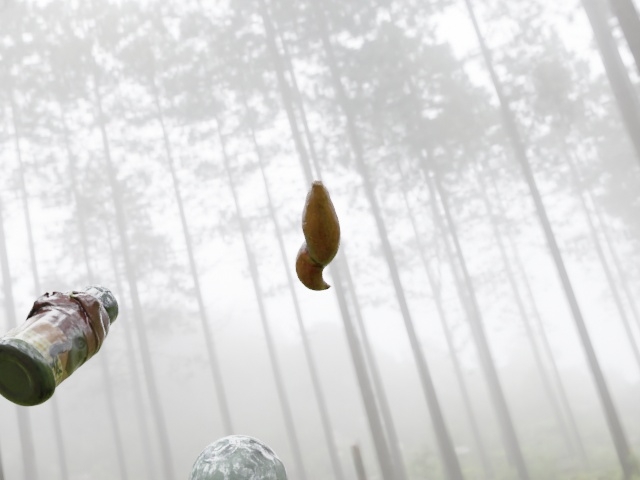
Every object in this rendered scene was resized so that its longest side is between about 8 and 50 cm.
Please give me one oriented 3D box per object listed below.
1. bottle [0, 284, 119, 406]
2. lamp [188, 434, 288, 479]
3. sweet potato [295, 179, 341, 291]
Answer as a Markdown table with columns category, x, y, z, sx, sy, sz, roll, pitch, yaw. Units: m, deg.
| category | x | y | z | sx | sy | sz | roll | pitch | yaw |
| --- | --- | --- | --- | --- | --- | --- | --- | --- | --- |
| bottle | -0.450 | 0.160 | 1.707 | 0.156 | 0.143 | 0.271 | -31 | 10 | 33 |
| lamp | -0.084 | 0.250 | 1.005 | 0.105 | 0.105 | 0.105 | -13 | -20 | -5 |
| sweet potato | -0.002 | 0.000 | 1.319 | 0.055 | 0.058 | 0.202 | -6 | -44 | -13 |
